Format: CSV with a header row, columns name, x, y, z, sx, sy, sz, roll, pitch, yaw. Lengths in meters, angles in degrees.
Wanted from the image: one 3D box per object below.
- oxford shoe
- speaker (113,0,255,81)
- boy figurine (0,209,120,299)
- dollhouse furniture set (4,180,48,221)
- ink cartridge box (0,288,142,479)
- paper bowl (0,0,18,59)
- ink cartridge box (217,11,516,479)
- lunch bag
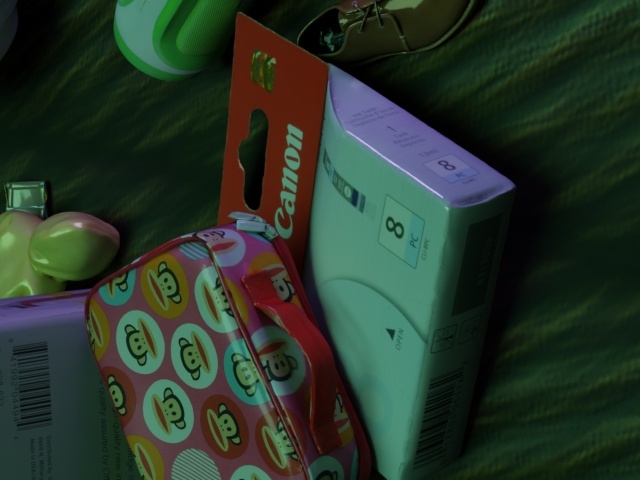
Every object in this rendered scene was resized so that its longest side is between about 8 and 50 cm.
name,x,y,z,sx,sy,sz,roll,pitch,yaw
oxford shoe,0.062,-0.206,1.643,0.212,0.076,0.076,-24,76,45
speaker,-0.103,-0.282,1.747,0.296,0.131,0.131,-49,60,50
boy figurine,-0.348,0.038,2.076,0.285,0.092,0.177,-35,56,31
dollhouse furniture set,-0.378,-0.031,2.179,0.151,0.058,0.076,-2,86,28
ink cartridge box,-0.267,0.199,1.825,0.160,0.384,0.279,6,99,50
paper bowl,-0.472,-0.259,2.099,0.284,0.284,0.148,8,144,46
ink cartridge box,0.000,0.000,1.682,0.385,0.091,0.308,36,132,37
lunch bag,-0.081,0.131,1.670,0.258,0.120,0.293,-27,83,45
